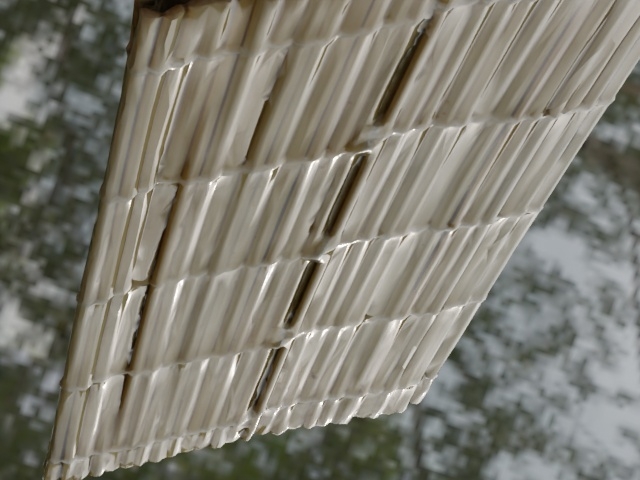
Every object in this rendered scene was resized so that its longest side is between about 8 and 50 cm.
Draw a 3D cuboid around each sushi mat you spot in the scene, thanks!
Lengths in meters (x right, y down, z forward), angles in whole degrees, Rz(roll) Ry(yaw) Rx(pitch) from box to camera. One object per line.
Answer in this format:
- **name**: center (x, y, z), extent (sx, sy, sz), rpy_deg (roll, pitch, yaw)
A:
- **sushi mat**: center (0.000, 0.000, 0.584), extent (0.316, 0.151, 0.019), rpy_deg (114, -36, -61)
